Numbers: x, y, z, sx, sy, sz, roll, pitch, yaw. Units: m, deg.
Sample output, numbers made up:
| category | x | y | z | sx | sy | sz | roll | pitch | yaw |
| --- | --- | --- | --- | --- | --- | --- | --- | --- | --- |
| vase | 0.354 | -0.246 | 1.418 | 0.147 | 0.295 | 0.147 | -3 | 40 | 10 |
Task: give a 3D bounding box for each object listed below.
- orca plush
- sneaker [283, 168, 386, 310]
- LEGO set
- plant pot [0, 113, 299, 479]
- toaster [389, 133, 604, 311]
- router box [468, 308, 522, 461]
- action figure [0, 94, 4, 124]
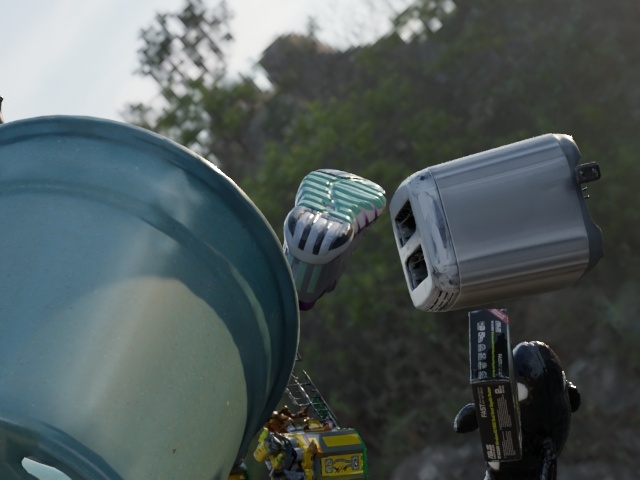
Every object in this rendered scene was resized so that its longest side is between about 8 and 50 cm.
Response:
| category | x | y | z | sx | sy | sz | roll | pitch | yaw |
| --- | --- | --- | --- | --- | --- | --- | --- | --- | --- |
| orca plush | 0.228 | 0.252 | 1.692 | 0.151 | 0.102 | 0.287 | 7 | -52 | -25 |
| sneaker | 0.000 | 0.000 | 1.421 | 0.224 | 0.083 | 0.098 | -45 | -24 | -66 |
| LEGO set | -0.123 | 0.183 | 1.355 | 0.192 | 0.331 | 0.255 | -1 | -42 | -33 |
| plant pot | -0.198 | 0.132 | 1.027 | 0.341 | 0.341 | 0.334 | -42 | 17 | 22 |
| toaster | 0.147 | -0.010 | 1.256 | 0.146 | 0.129 | 0.227 | -14 | -7 | -6 |
| router box | 0.168 | 0.139 | 1.407 | 0.038 | 0.122 | 0.092 | -5 | 44 | 11 |
| action figure | -0.548 | -0.038 | 2.012 | 0.330 | 0.341 | 0.178 | -4 | -4 | 23 |
